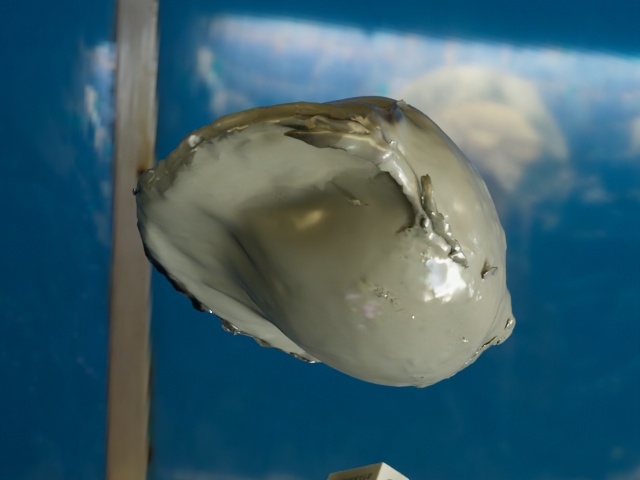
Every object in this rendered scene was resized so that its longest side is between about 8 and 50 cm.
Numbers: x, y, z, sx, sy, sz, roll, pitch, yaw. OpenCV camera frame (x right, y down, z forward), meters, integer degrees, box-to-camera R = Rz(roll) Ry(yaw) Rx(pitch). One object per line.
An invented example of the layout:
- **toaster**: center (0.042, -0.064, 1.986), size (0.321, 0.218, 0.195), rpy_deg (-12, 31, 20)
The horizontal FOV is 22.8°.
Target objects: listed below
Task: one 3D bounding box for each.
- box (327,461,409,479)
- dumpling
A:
- **box**: center (0.014, 0.168, 0.888), size (0.024, 0.054, 0.083), rpy_deg (37, -123, -24)
- **dumpling**: center (0.000, 0.000, 0.757), size (0.172, 0.247, 0.142), rpy_deg (-12, -123, 16)
